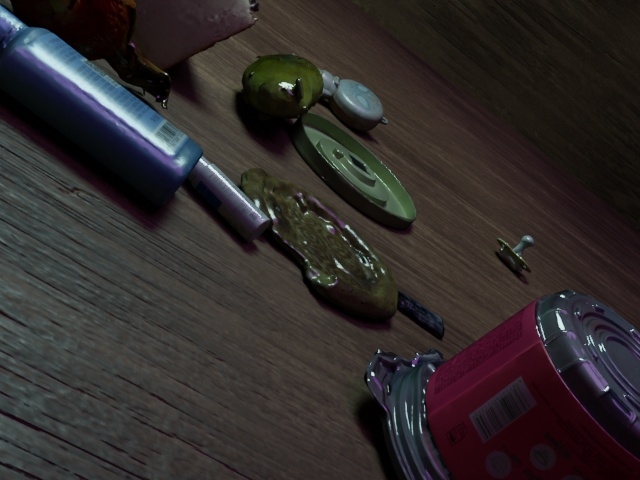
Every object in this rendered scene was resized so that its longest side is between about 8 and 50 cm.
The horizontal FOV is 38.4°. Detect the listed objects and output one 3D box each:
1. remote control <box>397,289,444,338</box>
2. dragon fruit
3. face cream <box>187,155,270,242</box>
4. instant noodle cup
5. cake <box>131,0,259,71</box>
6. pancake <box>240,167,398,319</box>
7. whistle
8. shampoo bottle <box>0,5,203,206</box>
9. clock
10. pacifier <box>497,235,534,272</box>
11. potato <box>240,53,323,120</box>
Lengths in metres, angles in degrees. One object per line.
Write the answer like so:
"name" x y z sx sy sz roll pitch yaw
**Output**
"remote control" 0.112 0.081 1.105 0.096 0.014 0.039 35 20 -13
"dragon fruit" -0.242 -0.237 0.992 0.246 0.125 0.125 51 39 -37
"face cream" -0.108 -0.054 0.948 0.130 0.034 0.034 45 19 10
"instant noodle cup" 0.205 0.161 0.796 0.302 0.181 0.258 37 28 -11
"cake" -0.220 -0.316 1.228 0.262 0.159 0.158 10 -50 61
"pancake" 0.000 0.000 1.044 0.235 0.029 0.212 42 20 3
"whistle" 0.028 -0.263 1.655 0.220 0.057 0.107 30 35 -18
"shampoo bottle" -0.229 -0.135 0.852 0.258 0.061 0.104 38 20 -10
"clock" 0.053 -0.107 1.385 0.235 0.029 0.235 36 20 -15
"pacifier" 0.354 0.019 1.639 0.083 0.064 0.068 47 2 17
"potato" -0.055 -0.218 1.314 0.117 0.090 0.225 1 16 2
